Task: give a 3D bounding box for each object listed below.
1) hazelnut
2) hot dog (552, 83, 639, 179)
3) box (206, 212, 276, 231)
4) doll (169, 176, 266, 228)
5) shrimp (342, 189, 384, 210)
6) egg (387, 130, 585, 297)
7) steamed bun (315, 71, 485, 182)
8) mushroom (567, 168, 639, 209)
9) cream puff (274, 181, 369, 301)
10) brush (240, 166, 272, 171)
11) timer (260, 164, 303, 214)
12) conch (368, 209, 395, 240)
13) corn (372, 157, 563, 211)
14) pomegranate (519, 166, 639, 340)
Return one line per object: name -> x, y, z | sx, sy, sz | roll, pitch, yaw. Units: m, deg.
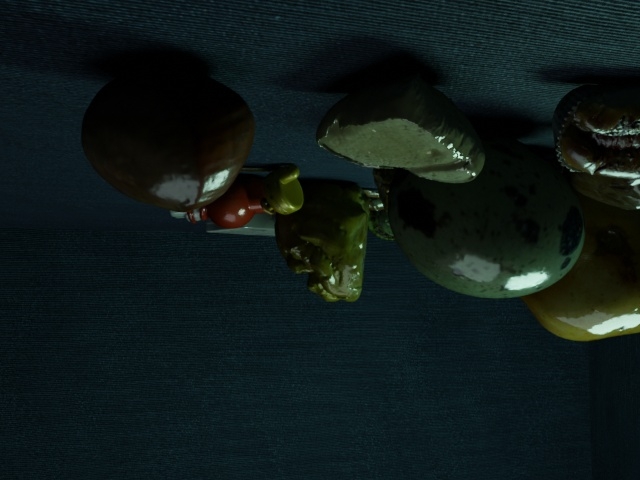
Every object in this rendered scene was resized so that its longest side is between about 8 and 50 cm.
hazelnut -> -0.184, -0.135, 0.959 | 0.214, 0.176, 0.214 | 5, -147, -4
hot dog -> 0.446, -0.149, 1.045 | 0.267, 0.144, 0.075 | -4, -146, -10
box -> -0.181, -0.073, 2.247 | 0.260, 0.111, 0.194 | 6, 172, -42
doll -> -0.218, -0.093, 1.842 | 0.290, 0.130, 0.161 | -6, 174, 0
shrimp -> 0.129, -0.112, 2.111 | 0.187, 0.052, 0.132 | 4, 176, -7
egg -> 0.297, -0.041, 1.336 | 0.379, 0.288, 0.287 | 16, 172, -16
steamed bun -> 0.125, -0.157, 1.026 | 0.212, 0.111, 0.231 | 22, 168, -30
mushroom -> 0.543, -0.126, 1.245 | 0.278, 0.146, 0.278 | 3, 169, 1
cream puff -> 0.000, 0.001, 1.995 | 0.257, 0.291, 0.324 | 9, 164, 4
brush -> -0.214, -0.161, 1.691 | 0.218, 0.010, 0.082 | -1, 176, -11
timer -> -0.075, -0.115, 1.700 | 0.109, 0.107, 0.107 | -23, 165, 28
conch -> 0.206, -0.066, 2.291 | 0.187, 0.124, 0.181 | 9, 172, -9
corn -> 0.299, -0.107, 1.550 | 0.387, 0.144, 0.144 | -3, 176, 12
pomegranate -> 0.616, 0.023, 1.692 | 0.416, 0.417, 0.416 | 0, 176, 0
